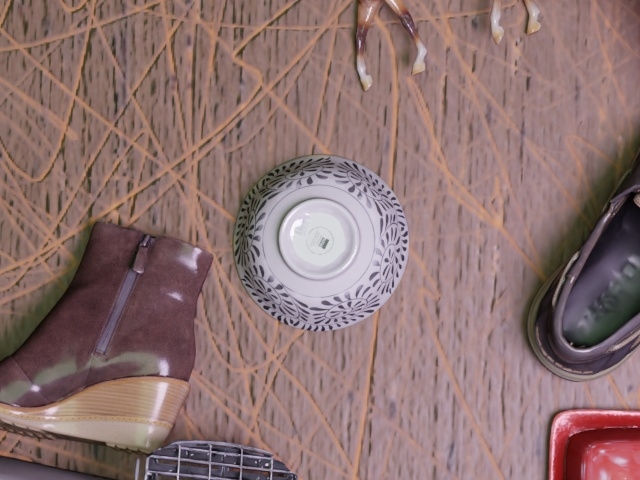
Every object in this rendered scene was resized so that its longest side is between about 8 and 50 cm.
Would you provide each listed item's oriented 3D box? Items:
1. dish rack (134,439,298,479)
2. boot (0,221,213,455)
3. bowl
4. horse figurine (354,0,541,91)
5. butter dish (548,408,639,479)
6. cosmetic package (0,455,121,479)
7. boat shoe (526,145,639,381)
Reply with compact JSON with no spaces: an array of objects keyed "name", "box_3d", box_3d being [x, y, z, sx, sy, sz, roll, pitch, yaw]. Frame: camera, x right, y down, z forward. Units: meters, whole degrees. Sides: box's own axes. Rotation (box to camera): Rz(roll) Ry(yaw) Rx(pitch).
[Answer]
[{"name":"dish rack","box_3d":[-0.111,0.318,1.588,0.074,0.208,0.271,-6,75,45]},{"name":"boot","box_3d":[-0.236,0.084,1.659,0.248,0.090,0.207,11,76,3]},{"name":"bowl","box_3d":[0.000,0.000,1.644,0.170,0.080,0.170,0,87,1]},{"name":"horse figurine","box_3d":[0.107,-0.255,1.661,0.263,0.066,0.174,-19,93,3]},{"name":"butter dish","box_3d":[0.292,0.238,1.605,0.160,0.118,0.160,2,88,2]},{"name":"cosmetic package","box_3d":[-0.290,0.387,1.575,0.155,0.197,0.365,11,86,3]},{"name":"boat shoe","box_3d":[0.326,-0.018,1.610,0.132,0.130,0.355,34,89,3]}]
